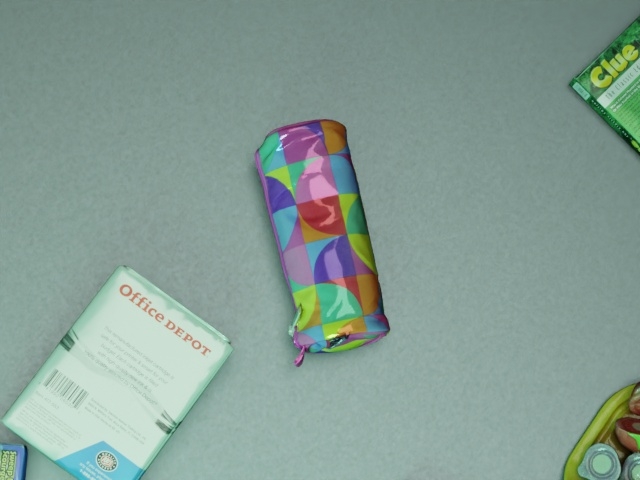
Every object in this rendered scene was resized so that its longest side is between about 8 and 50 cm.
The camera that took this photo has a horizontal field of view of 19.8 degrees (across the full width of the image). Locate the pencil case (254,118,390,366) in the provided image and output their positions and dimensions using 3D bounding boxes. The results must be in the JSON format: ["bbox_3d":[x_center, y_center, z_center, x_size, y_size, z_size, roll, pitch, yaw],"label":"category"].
[{"bbox_3d":[0.000,0.000,1.806,0.104,0.104,0.236,-10,80,-6],"label":"pencil case"}]

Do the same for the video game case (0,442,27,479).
[{"bbox_3d":[-0.413,0.317,1.735,0.244,0.061,0.269,6,80,-3],"label":"video game case"}]

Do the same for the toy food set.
[{"bbox_3d":[0.332,0.205,1.811,0.128,0.071,0.218,34,79,1],"label":"toy food set"}]

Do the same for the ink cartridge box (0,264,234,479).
[{"bbox_3d":[-0.195,0.141,1.772,0.140,0.082,0.190,36,78,1],"label":"ink cartridge box"}]

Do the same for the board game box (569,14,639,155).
[{"bbox_3d":[0.397,-0.204,1.909,0.260,0.030,0.136,-43,88,-10],"label":"board game box"}]
